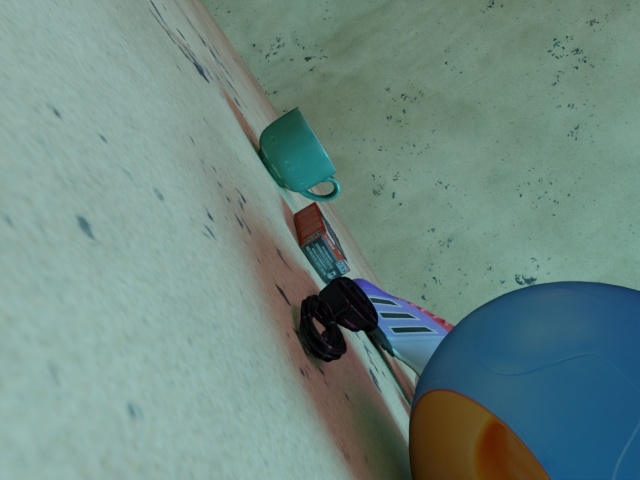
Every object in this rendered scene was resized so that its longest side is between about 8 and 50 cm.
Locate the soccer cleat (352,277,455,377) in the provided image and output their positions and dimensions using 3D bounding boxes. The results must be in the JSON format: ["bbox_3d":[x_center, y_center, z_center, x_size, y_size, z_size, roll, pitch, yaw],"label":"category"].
[{"bbox_3d":[0.172,0.160,0.824,0.318,0.116,0.108,45,5,12],"label":"soccer cleat"}]

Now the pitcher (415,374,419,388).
[{"bbox_3d":[0.262,0.308,0.961,0.207,0.125,0.178,48,17,-13],"label":"pitcher"}]

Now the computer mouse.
[{"bbox_3d":[0.014,0.079,0.504,0.071,0.041,0.242,50,11,7],"label":"computer mouse"}]

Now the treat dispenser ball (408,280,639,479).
[{"bbox_3d":[0.219,0.179,0.426,0.288,0.288,0.288,57,5,-8],"label":"treat dispenser ball"}]

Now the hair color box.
[{"bbox_3d":[0.000,0.000,0.748,0.072,0.043,0.141,57,6,-23],"label":"hair color box"}]

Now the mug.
[{"bbox_3d":[-0.040,-0.137,0.875,0.157,0.097,0.129,60,5,12],"label":"mug"}]
